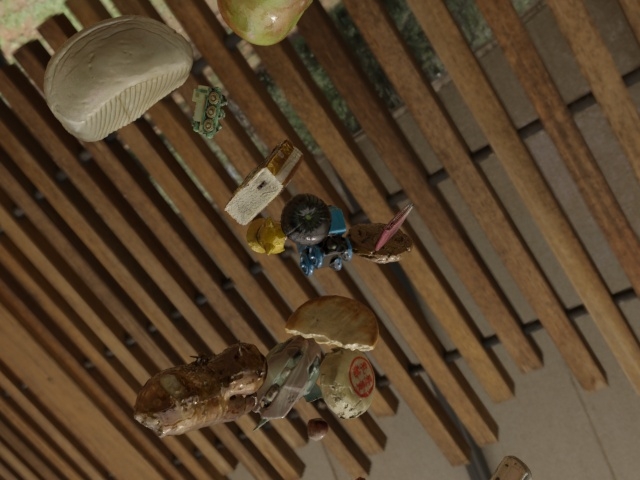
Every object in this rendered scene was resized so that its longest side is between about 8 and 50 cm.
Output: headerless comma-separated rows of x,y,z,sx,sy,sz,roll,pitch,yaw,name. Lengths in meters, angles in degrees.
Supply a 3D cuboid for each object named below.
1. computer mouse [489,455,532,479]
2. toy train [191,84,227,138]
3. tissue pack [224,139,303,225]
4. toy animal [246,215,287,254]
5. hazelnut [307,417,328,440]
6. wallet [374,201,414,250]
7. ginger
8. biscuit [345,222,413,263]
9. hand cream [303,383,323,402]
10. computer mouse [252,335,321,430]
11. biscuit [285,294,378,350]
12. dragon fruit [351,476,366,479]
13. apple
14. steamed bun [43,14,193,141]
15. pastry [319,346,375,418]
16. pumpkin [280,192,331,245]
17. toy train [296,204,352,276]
0.443,0.625,1.523,0.199,0.044,0.102,-58,-149,-2,computer mouse
-0.427,-0.487,2.350,0.125,0.194,0.080,15,-172,20,toy train
-0.144,-0.155,1.651,0.183,0.092,0.226,-39,-165,28,tissue pack
-0.218,-0.020,2.491,0.156,0.156,0.229,-41,-165,-19,toy animal
-0.013,0.672,2.215,0.086,0.086,0.086,-32,-163,11,hazelnut
0.222,-0.039,1.911,0.119,0.025,0.232,-47,172,-14,wallet
-0.298,0.382,1.662,0.176,0.418,0.254,37,-69,36,ginger
0.251,-0.001,2.647,0.295,0.075,0.296,5,-148,-3,biscuit
-0.094,0.652,2.937,0.111,0.070,0.312,-12,-144,-30,hand cream
-0.128,0.467,2.111,0.389,0.199,0.115,-53,167,-31,computer mouse
0.053,0.269,2.086,0.308,0.040,0.205,10,-136,15,biscuit
0.135,0.820,2.019,0.081,0.086,0.116,-25,-162,-13,dragon fruit
-0.189,-0.819,2.074,0.319,0.277,0.319,-52,-172,11,apple
-0.535,-0.445,1.606,0.383,0.236,0.247,-37,-175,-14,steamed bun
0.099,0.520,2.285,0.133,0.265,0.265,-15,-154,38,pastry
-0.055,-0.077,2.337,0.202,0.202,0.140,-40,-177,-14,pumpkin
0.000,0.000,2.609,0.187,0.265,0.300,-11,167,-19,toy train
